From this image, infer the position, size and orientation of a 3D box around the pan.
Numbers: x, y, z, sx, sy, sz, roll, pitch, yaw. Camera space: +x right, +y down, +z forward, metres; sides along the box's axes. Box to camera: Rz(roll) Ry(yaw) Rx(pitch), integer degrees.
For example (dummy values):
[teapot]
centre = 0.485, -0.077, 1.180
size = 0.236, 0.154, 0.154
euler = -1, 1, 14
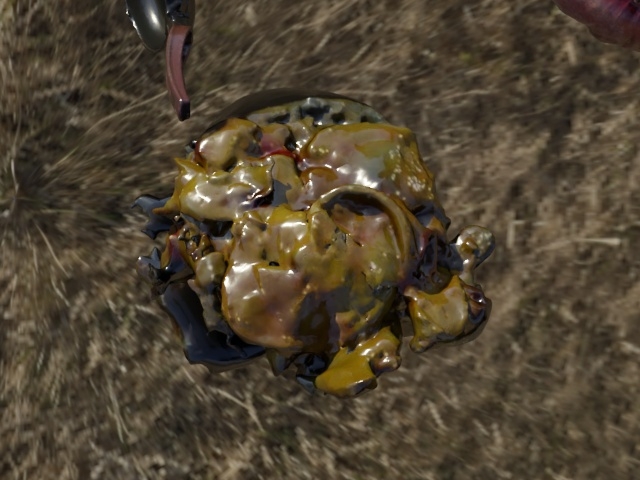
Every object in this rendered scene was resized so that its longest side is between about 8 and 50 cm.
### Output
[pan]
centre = -0.107, -0.162, 1.089
size = 0.040, 0.212, 0.114
euler = -9, 137, -14

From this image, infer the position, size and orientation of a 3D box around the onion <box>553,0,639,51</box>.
[onion]
centre = 0.322, -0.264, 1.483
size = 0.227, 0.283, 0.120
euler = 26, 125, 9

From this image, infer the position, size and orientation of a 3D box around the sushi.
[sushi]
centre = -0.005, 0.005, 1.002
size = 0.200, 0.204, 0.213
euler = -42, 99, -19
